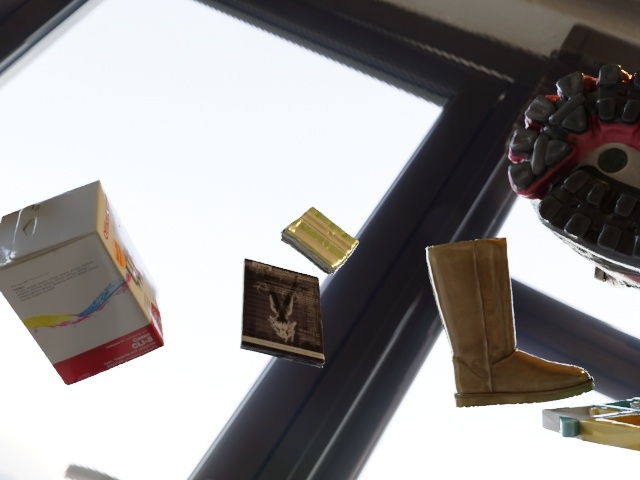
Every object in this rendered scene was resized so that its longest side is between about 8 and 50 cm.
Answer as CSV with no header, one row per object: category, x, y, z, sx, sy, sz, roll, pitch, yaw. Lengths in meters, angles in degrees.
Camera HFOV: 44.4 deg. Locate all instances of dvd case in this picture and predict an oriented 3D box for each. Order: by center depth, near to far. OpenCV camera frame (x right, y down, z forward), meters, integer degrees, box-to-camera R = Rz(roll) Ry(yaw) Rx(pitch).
dvd case,-0.075,0.136,1.515,0.164,0.221,0.018,16,-49,-18

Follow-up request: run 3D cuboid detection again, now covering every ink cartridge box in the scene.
ink cartridge box,-0.275,0.046,0.903,0.128,0.127,0.176,-113,-178,-56

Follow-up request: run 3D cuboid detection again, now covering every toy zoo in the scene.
toy zoo,0.448,0.251,1.081,0.293,0.030,0.192,0,-3,-26

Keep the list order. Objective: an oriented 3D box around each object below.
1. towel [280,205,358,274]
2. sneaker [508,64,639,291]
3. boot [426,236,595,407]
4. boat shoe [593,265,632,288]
towel,0.000,0.000,1.346,0.113,0.152,0.023,39,-64,4
sneaker,0.243,0.005,0.385,0.299,0.121,0.112,33,1,26
boot,0.304,0.126,1.266,0.236,0.270,0.089,-8,-3,9
boat shoe,0.676,0.017,1.737,0.104,0.111,0.307,24,-13,27
